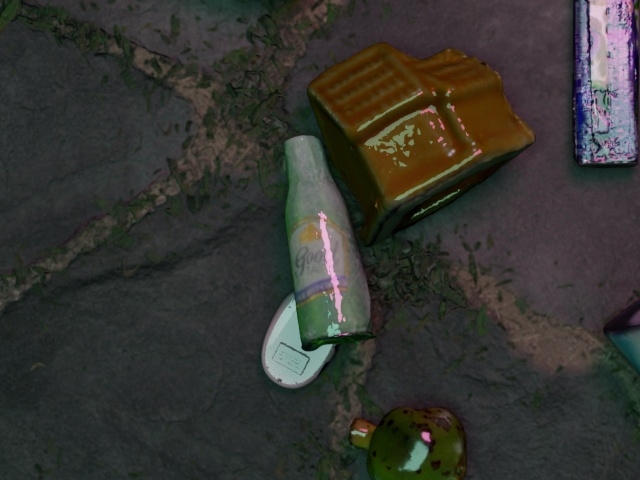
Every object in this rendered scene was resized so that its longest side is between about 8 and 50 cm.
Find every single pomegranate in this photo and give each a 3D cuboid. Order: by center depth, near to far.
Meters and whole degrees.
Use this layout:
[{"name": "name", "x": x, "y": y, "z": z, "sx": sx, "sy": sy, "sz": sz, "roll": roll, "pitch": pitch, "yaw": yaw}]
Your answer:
[{"name": "pomegranate", "x": 0.116, "y": 0.294, "z": 1.866, "sx": 0.169, "sy": 0.122, "sz": 0.143, "roll": 11, "pitch": 122, "yaw": 7}]

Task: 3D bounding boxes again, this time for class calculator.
[{"name": "calculator", "x": -0.022, "y": 0.131, "z": 1.934, "sx": 0.103, "sy": 0.024, "sz": 0.166, "roll": 28, "pitch": 95, "yaw": 8}]

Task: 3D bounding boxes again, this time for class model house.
[{"name": "model house", "x": 0.119, "y": -0.156, "z": 1.842, "sx": 0.268, "sy": 0.173, "sz": 0.239, "roll": -29, "pitch": 79, "yaw": 3}]

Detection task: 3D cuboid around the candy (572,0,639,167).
[{"name": "candy", "x": 0.382, "y": -0.253, "z": 1.835, "sx": 0.088, "sy": 0.061, "sz": 0.312, "roll": 1, "pitch": 91, "yaw": 11}]

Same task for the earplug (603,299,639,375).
[{"name": "earplug", "x": 0.518, "y": 0.220, "z": 1.781, "sx": 0.185, "sy": 0.185, "sz": 0.324, "roll": -25, "pitch": 94, "yaw": 10}]

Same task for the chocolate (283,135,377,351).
[{"name": "chocolate", "x": 0.000, "y": 0.000, "z": 1.884, "sx": 0.110, "sy": 0.110, "sz": 0.291, "roll": -13, "pitch": 79, "yaw": 10}]
